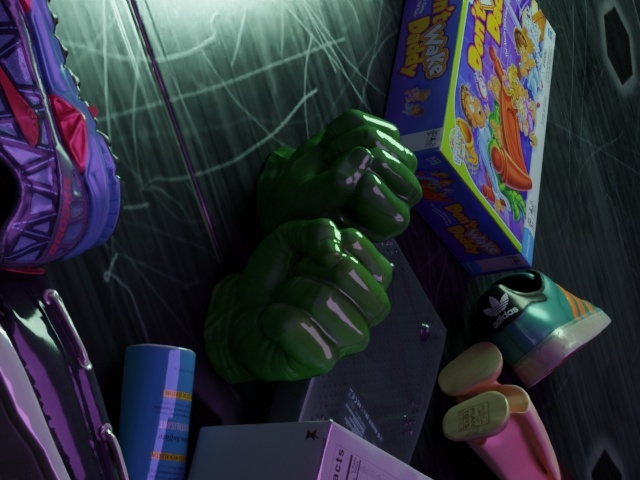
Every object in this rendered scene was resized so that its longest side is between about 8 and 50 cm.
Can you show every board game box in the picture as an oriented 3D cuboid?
[{"bbox_3d":[0.174,-0.168,1.591,0.233,0.078,0.347,46,45,-44],"label":"board game box"}]

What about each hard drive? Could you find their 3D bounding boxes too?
[{"bbox_3d":[0.035,0.123,1.253,0.172,0.054,0.254,58,38,-32],"label":"hard drive"}]

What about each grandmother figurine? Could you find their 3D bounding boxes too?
[{"bbox_3d":[0.243,0.271,1.552,0.342,0.104,0.207,51,34,-38],"label":"grandmother figurine"}]

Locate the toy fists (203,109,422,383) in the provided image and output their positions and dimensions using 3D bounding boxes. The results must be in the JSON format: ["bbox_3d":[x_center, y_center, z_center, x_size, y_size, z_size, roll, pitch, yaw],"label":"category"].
[{"bbox_3d":[0.000,0.000,1.188,0.096,0.142,0.279,56,38,-35],"label":"toy fists"}]

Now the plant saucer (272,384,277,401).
[{"bbox_3d":[-0.011,0.157,1.242,0.119,0.021,0.119,23,62,-54],"label":"plant saucer"}]

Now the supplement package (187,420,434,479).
[{"bbox_3d":[0.020,0.241,1.057,0.244,0.134,0.139,36,57,-40],"label":"supplement package"}]

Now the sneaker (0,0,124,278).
[{"bbox_3d":[-0.222,-0.099,0.869,0.125,0.104,0.262,-33,97,-48],"label":"sneaker"}]

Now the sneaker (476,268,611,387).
[{"bbox_3d":[0.254,0.085,1.620,0.121,0.108,0.302,52,13,9],"label":"sneaker"}]

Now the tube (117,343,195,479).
[{"bbox_3d":[-0.126,0.181,1.025,0.080,0.052,0.207,17,73,-49],"label":"tube"}]

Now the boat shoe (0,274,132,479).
[{"bbox_3d":[-0.162,0.164,0.899,0.091,0.114,0.302,-31,109,-52],"label":"boat shoe"}]
